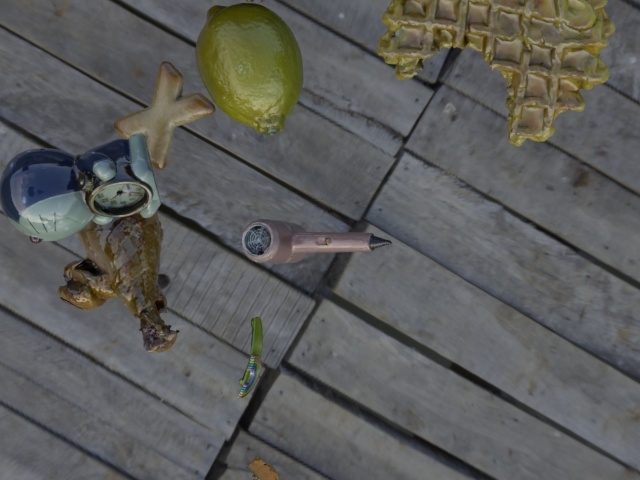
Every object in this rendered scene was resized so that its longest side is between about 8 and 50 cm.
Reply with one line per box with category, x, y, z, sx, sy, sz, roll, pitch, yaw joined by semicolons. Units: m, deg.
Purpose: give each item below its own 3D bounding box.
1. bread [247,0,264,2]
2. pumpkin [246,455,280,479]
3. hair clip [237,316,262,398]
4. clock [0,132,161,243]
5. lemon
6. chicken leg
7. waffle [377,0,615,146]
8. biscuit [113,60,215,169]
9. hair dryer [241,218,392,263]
bread;-0.161;-0.579;1.127;0.361;0.250;0.394;5;135;-4
pumpkin;-0.132;0.527;1.602;0.074;0.083;0.054;40;77;8
hair clip;-0.154;0.270;1.635;0.033;0.060;0.188;10;89;21
clock;-0.387;-0.082;1.140;0.243;0.199;0.147;-12;67;-8
lemon;-0.115;-0.295;1.209;0.184;0.184;0.248;-26;86;0
chicken leg;-0.452;0.097;1.596;0.295;0.182;0.409;-33;63;4
waffle;0.258;-0.301;1.048;0.324;0.151;0.261;28;118;-4
biscuit;-0.364;-0.286;1.636;0.164;0.047;0.208;43;103;-4
hair dryer;0.000;0.000;1.676;0.344;0.189;0.107;-2;86;24
